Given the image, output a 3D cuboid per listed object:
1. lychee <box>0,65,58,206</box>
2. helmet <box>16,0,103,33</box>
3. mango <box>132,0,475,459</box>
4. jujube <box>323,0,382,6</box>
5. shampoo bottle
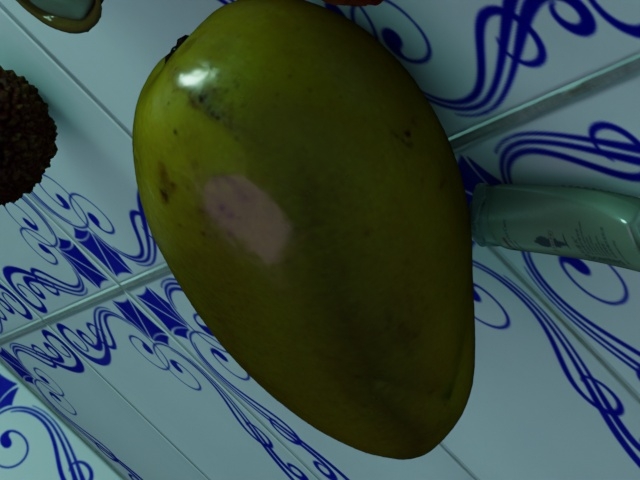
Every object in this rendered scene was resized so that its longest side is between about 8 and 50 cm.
[{"bbox_3d":[-0.395,-0.123,2.167,0.188,0.188,0.188,36,159,16],"label":"lychee"},{"bbox_3d":[-0.249,-0.296,1.597,0.198,0.130,0.224,22,160,43],"label":"helmet"},{"bbox_3d":[0.000,0.000,1.562,0.300,0.232,0.446,12,137,44],"label":"mango"},{"bbox_3d":[0.006,-0.248,1.280,0.112,0.109,0.176,-21,113,27],"label":"jujube"},{"bbox_3d":[0.199,-0.012,1.479,0.072,0.049,0.212,50,159,-25],"label":"shampoo bottle"}]
